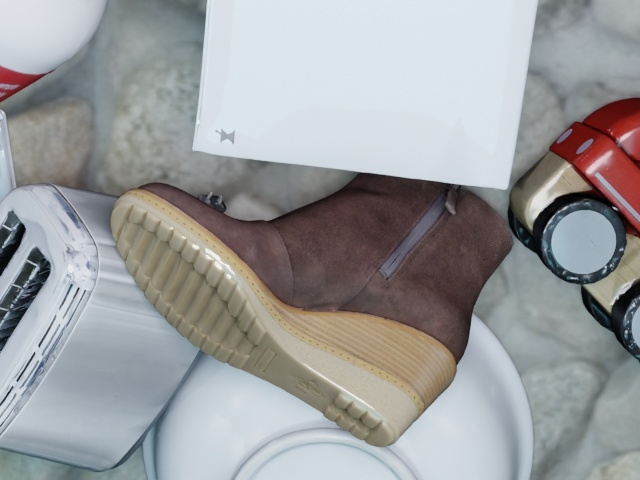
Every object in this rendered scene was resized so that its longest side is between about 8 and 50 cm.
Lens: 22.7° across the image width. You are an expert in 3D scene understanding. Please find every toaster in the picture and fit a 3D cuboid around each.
[{"bbox_3d":[-0.167,0.053,1.093,0.146,0.129,0.227,14,118,-48],"label":"toaster"}]

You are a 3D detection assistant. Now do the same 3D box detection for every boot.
[{"bbox_3d":[0.000,0.000,1.066,0.248,0.207,0.090,38,141,-8],"label":"boot"}]

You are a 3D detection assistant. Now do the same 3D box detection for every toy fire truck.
[{"bbox_3d":[0.282,-0.023,1.062,0.246,0.158,0.217,-44,100,4],"label":"toy fire truck"}]

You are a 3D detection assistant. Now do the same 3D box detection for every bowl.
[{"bbox_3d":[0.008,0.174,1.146,0.298,0.134,0.298,1,108,4],"label":"bowl"}]

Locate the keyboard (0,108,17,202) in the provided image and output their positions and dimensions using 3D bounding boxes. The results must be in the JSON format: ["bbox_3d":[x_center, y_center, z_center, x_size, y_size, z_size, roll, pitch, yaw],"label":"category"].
[{"bbox_3d":[-0.251,0.029,1.180,0.072,0.014,0.256,-2,108,10],"label":"keyboard"}]

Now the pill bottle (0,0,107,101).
[{"bbox_3d":[-0.282,-0.167,0.977,0.408,0.229,0.229,-27,105,20],"label":"pill bottle"}]

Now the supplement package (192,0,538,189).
[{"bbox_3d":[0.037,-0.186,1.015,0.204,0.145,0.262,7,110,2],"label":"supplement package"}]
